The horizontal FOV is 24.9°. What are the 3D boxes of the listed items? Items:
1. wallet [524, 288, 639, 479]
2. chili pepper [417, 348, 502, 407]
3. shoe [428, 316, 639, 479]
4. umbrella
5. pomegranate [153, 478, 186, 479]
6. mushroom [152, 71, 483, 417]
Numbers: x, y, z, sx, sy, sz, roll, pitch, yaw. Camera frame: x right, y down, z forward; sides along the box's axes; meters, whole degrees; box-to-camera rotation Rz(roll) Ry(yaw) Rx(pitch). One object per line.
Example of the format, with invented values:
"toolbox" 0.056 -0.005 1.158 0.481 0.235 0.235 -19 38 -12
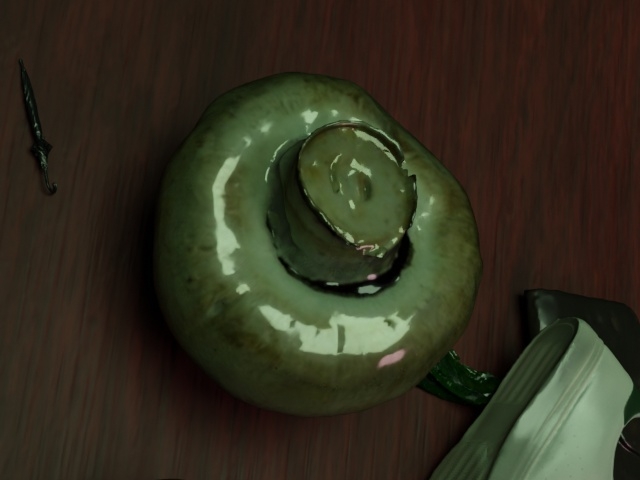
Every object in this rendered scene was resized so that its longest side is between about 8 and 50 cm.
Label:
"wallet" 0.310 0.210 1.664 0.165 0.042 0.310 9 69 -24
"chili pepper" 0.113 0.063 1.598 0.122 0.065 0.279 -15 83 -45
"shoe" 0.223 0.265 1.534 0.160 0.132 0.363 41 69 -14
"umbrella" -0.289 -0.118 1.468 0.022 0.022 0.149 12 59 -71
"pomegranate" -0.133 0.366 1.222 0.322 0.322 0.322 9 69 -25
"mushroom" 0.000 0.000 1.435 0.352 0.260 0.352 8 66 -20
